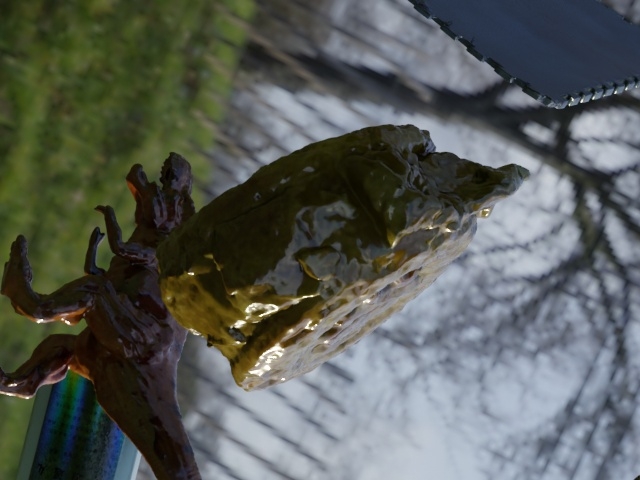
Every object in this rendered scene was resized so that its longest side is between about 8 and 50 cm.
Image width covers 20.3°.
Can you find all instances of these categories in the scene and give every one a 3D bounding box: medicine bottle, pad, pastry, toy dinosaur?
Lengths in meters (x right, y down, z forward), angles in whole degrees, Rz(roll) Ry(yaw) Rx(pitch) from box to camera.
[{"bbox_3d":[-0.256,0.237,1.901,0.083,0.121,0.229,78,26,-84],"label":"medicine bottle"},{"bbox_3d":[0.094,-0.175,1.146,0.012,0.269,0.269,-58,160,24],"label":"pad"},{"bbox_3d":[0.000,0.000,1.309,0.240,0.132,0.235,-25,163,-49],"label":"pastry"},{"bbox_3d":[-0.181,0.097,1.473,0.097,0.208,0.432,123,-29,-51],"label":"toy dinosaur"}]

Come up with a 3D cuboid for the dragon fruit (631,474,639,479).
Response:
[{"bbox_3d":[0.302,0.259,1.211,0.244,0.299,0.244,-44,-151,33],"label":"dragon fruit"}]
